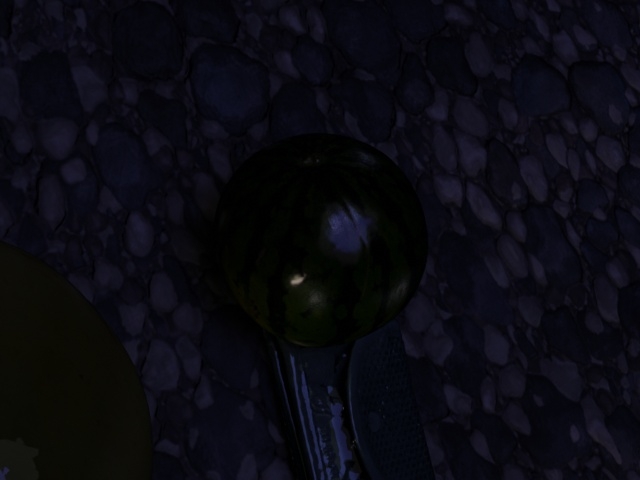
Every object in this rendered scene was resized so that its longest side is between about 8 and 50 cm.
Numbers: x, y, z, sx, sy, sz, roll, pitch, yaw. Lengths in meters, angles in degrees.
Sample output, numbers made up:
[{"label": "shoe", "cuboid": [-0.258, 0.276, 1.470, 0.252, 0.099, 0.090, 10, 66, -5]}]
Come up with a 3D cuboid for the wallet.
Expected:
[{"label": "wallet", "cuboid": [0.057, 0.259, 1.846, 0.237, 0.075, 0.342, -8, 82, -42]}]

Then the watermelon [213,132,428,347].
[{"label": "watermelon", "cuboid": [0.000, 0.000, 1.737, 0.285, 0.285, 0.285, 11, 71, -35]}]

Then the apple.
[{"label": "apple", "cuboid": [-0.372, 0.217, 1.232, 0.473, 0.473, 0.474, 11, 71, -35]}]
